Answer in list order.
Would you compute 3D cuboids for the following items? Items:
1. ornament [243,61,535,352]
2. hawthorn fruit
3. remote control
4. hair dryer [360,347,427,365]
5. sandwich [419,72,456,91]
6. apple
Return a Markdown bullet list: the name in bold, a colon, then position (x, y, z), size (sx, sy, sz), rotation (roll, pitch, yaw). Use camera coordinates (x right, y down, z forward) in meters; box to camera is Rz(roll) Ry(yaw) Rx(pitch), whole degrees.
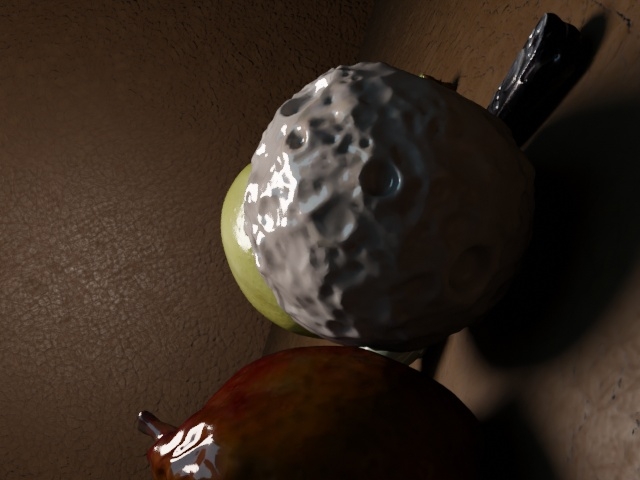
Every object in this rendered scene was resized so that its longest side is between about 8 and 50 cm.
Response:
- **ornament**: position (0.073, -0.027, 0.690), size (0.337, 0.336, 0.338), rotation (-161, 90, -81)
- **hawthorn fruit**: position (0.011, 0.246, 0.593), size (0.308, 0.324, 0.308), rotation (-34, 35, 28)
- **remote control**: position (0.259, -0.175, 0.790), size (0.090, 0.066, 0.266), rotation (-61, -3, -37)
- **hair dryer**: position (0.023, 0.134, 0.851), size (0.092, 0.266, 0.229), rotation (88, -158, -71)
- **sandwich**: position (0.212, -0.259, 1.177), size (0.074, 0.074, 0.117), rotation (133, 155, -71)
- **apple**: position (0.000, 0.000, 1.078), size (0.357, 0.356, 0.358), rotation (-161, 90, -81)
